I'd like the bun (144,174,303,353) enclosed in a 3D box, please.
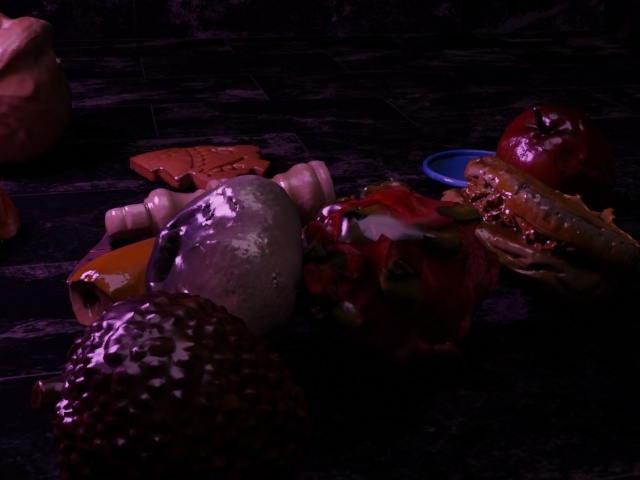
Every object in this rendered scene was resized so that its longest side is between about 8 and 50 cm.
[{"bbox_3d":[-0.123,0.052,1.002,0.168,0.273,0.273,16,18,-21],"label":"bun"}]

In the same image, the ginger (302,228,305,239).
[{"bbox_3d":[0.000,0.000,1.379,0.193,0.053,0.176,-20,26,-41],"label":"ginger"}]

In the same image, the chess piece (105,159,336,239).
[{"bbox_3d":[-0.174,-0.055,1.432,0.397,0.117,0.117,-11,27,-21],"label":"chess piece"}]

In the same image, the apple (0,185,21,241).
[{"bbox_3d":[-0.656,-0.065,1.358,0.251,0.163,0.293,1,25,2],"label":"apple"}]

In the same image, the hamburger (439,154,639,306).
[{"bbox_3d":[0.337,-0.011,1.252,0.318,0.158,0.318,22,17,-7],"label":"hamburger"}]

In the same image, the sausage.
[{"bbox_3d":[-0.203,0.039,1.207,0.134,0.116,0.354,0,16,35],"label":"sausage"}]

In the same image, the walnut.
[{"bbox_3d":[-0.710,-0.332,1.750,0.383,0.384,0.383,1,24,-1],"label":"walnut"}]

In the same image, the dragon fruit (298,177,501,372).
[{"bbox_3d":[0.105,0.042,1.073,0.302,0.231,0.237,-13,22,-39],"label":"dragon fruit"}]

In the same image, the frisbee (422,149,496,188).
[{"bbox_3d":[0.334,-0.138,1.718,0.242,0.045,0.242,1,24,0],"label":"frisbee"}]

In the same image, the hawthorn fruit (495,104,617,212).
[{"bbox_3d":[0.410,-0.148,1.479,0.210,0.266,0.230,-4,60,32],"label":"hawthorn fruit"}]

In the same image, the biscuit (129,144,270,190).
[{"bbox_3d":[-0.260,-0.162,1.741,0.306,0.043,0.284,4,24,6],"label":"biscuit"}]

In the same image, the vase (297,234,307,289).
[{"bbox_3d":[-0.025,0.048,1.210,0.183,0.120,0.120,-18,28,-10],"label":"vase"}]

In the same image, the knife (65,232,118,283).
[{"bbox_3d":[-0.364,0.015,1.374,0.035,0.018,0.247,8,27,7],"label":"knife"}]

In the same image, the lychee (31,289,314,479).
[{"bbox_3d":[-0.138,0.165,0.793,0.271,0.236,0.236,19,16,-25],"label":"lychee"}]
